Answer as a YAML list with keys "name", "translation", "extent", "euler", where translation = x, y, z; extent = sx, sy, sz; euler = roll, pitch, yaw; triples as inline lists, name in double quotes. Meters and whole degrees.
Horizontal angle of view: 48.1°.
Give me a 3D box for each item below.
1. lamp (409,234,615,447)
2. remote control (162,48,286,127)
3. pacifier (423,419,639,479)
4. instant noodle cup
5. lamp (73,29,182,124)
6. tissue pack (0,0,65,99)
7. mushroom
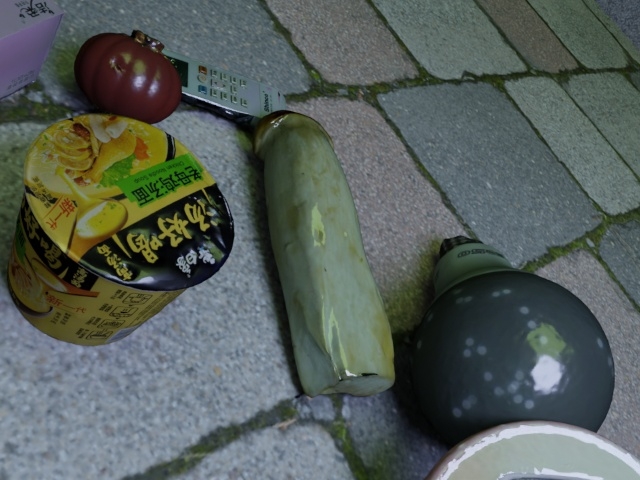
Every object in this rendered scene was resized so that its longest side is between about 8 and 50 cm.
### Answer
- name: "lamp"
  translation: [0.156, 0.082, 0.716]
  extent: [0.181, 0.182, 0.314]
  euler: [18, 25, -29]
- name: "remote control"
  translation: [-0.111, -0.158, 0.781]
  extent: [0.166, 0.029, 0.065]
  euler: [15, 48, -25]
- name: "pacifier"
  translation: [0.174, 0.282, 0.476]
  extent: [0.220, 0.273, 0.332]
  euler: [26, 56, -37]
- name: "instant noodle cup"
  translation: [-0.157, 0.002, 0.526]
  extent: [0.151, 0.122, 0.151]
  euler: [25, 40, -24]
- name: "lamp"
  translation: [-0.178, -0.150, 0.668]
  extent: [0.101, 0.090, 0.101]
  euler: [29, 7, -4]
- name: "tissue pack"
  translation: [-0.336, -0.153, 0.529]
  extent: [0.148, 0.092, 0.246]
  euler: [40, 40, -4]
- name: "mushroom"
  translation: [0.000, 0.000, 0.697]
  extent: [0.099, 0.081, 0.312]
  euler: [6, 53, -30]
